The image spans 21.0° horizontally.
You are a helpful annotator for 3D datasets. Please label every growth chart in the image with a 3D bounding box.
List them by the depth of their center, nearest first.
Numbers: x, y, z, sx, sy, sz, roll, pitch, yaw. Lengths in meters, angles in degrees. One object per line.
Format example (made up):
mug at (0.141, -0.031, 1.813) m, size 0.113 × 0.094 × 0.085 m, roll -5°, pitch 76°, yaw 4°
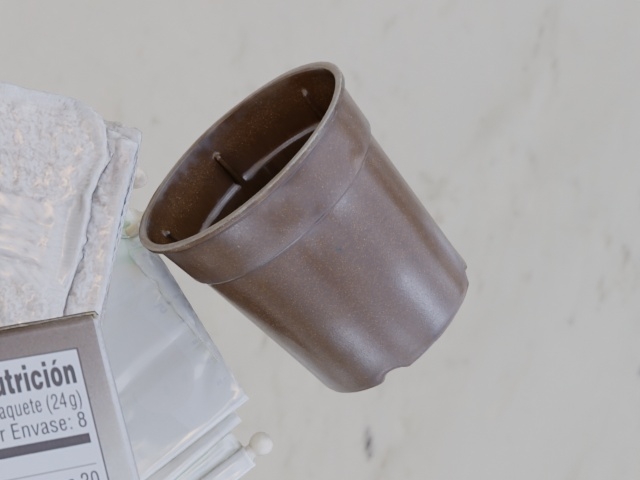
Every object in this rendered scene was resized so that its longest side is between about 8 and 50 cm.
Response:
growth chart at (-0.142, 0.090, 1.157) m, size 0.172 × 0.237 × 0.021 m, roll -29°, pitch 168°, yaw 5°

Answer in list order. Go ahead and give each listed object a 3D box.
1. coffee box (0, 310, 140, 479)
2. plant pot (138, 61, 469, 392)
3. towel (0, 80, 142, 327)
coffee box at (-0.095, 0.187, 0.440) m, size 0.119 × 0.297 × 0.168 m, roll -9°, pitch 162°, yaw -24°
plant pot at (0.000, 0.000, 1.114) m, size 0.165 × 0.167 × 0.167 m, roll 47°, pitch 58°, yaw -22°
towel at (-0.247, -0.006, 0.937) m, size 0.049 × 0.282 × 0.187 m, roll 65°, pitch 35°, yaw -83°
